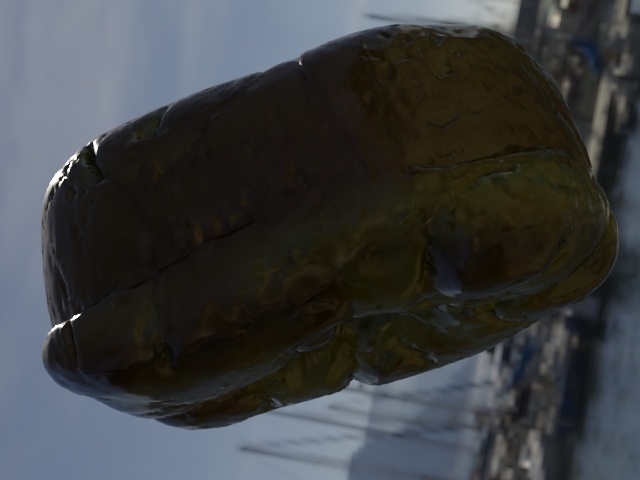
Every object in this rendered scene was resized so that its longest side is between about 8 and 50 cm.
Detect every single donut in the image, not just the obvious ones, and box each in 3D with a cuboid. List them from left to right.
[{"bbox_3d":[0.000,0.000,0.772,0.208,0.261,0.128,39,-145,-71],"label":"donut"}]
